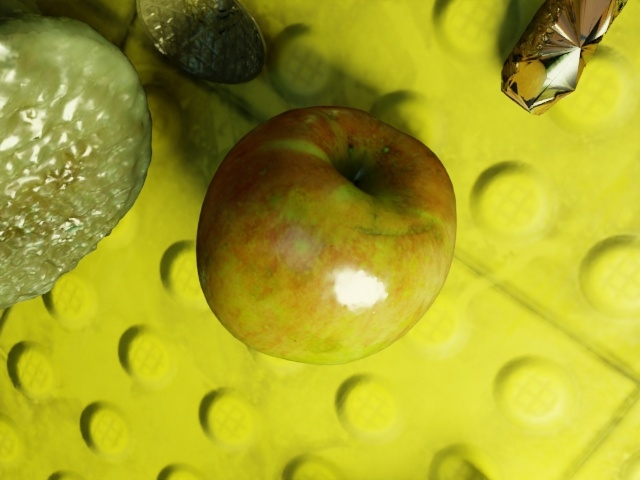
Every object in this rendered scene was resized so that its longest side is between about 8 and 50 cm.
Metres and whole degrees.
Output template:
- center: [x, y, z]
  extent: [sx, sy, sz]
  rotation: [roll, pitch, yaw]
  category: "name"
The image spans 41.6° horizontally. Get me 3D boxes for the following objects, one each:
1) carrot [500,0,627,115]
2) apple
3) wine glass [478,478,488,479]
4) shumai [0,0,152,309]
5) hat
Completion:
- center: [0.240, -0.216, 0.737]
  extent: [0.069, 0.069, 0.229]
  rotation: [36, 111, 10]
  category: "carrot"
- center: [0.000, 0.000, 0.817]
  extent: [0.246, 0.246, 0.226]
  rotation: [40, 132, 8]
  category: "apple"
- center: [0.113, 0.346, 0.874]
  extent: [0.196, 0.165, 0.165]
  rotation: [-28, 92, 18]
  category: "wine glass"
- center: [-0.378, -0.131, 0.867]
  extent: [0.323, 0.324, 0.398]
  rotation: [52, 152, 22]
  category: "shumai"
- center: [-0.111, -0.237, 0.873]
  extent: [0.145, 0.067, 0.146]
  rotation: [18, 149, 11]
  category: "hat"
